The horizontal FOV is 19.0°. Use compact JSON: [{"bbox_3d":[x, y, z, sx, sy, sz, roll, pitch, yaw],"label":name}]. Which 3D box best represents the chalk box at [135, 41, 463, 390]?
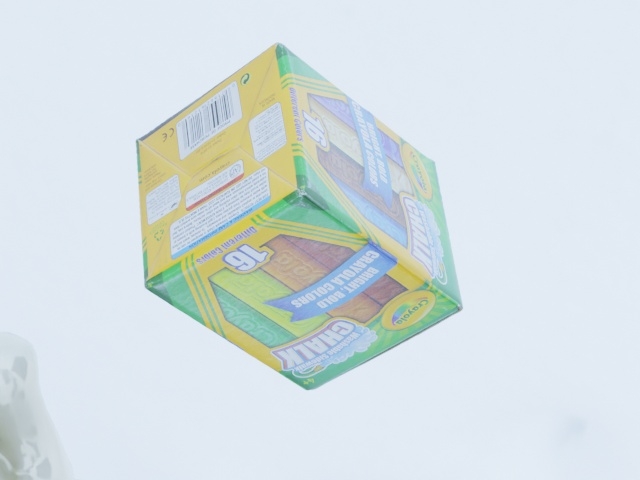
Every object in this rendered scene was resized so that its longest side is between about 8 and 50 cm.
[{"bbox_3d":[0.000,0.000,1.234,0.132,0.132,0.213,-32,134,26],"label":"chalk box"}]

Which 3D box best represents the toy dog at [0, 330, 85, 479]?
[{"bbox_3d":[-0.315,0.229,1.231,0.284,0.395,0.408,20,158,6],"label":"toy dog"}]
